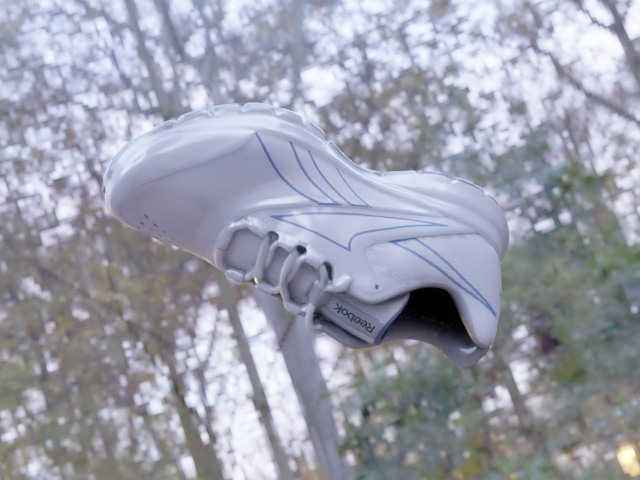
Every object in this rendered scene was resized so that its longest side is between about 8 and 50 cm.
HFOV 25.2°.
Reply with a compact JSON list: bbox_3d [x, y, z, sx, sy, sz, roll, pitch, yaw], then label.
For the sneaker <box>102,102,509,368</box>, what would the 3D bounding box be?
[{"bbox_3d":[0.000,0.000,0.956,0.297,0.129,0.111,14,-45,-17],"label":"sneaker"}]
